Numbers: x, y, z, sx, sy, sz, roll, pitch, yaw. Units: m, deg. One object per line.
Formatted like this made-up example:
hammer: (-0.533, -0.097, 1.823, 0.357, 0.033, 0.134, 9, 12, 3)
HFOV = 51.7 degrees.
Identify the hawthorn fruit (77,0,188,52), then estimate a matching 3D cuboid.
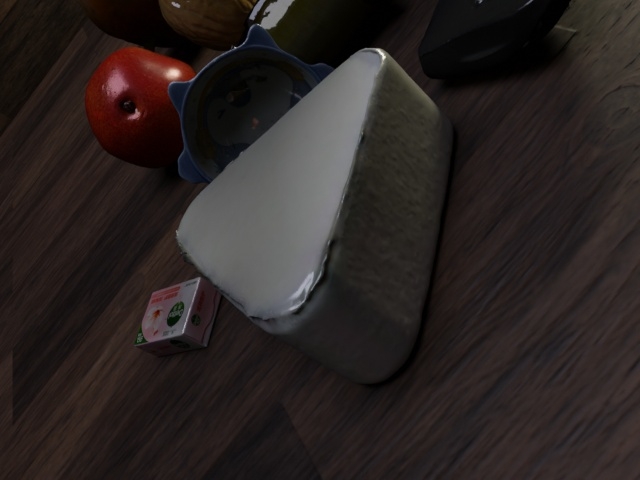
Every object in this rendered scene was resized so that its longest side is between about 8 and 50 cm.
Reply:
hawthorn fruit: (-0.380, -0.606, 1.490, 0.402, 0.403, 0.403, -31, 41, 31)

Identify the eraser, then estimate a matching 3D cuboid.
eraser: (0.000, 0.000, 0.690, 0.331, 0.150, 0.331, -32, 37, 29)

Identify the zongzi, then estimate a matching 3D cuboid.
zongzi: (-0.034, -0.352, 1.065, 0.289, 0.154, 0.317, -48, 15, 15)

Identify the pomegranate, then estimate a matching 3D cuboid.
pomegranate: (-0.313, -0.247, 1.230, 0.221, 0.221, 0.257, -38, 11, 22)

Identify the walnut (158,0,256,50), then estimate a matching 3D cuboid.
walnut: (-0.202, -0.464, 1.279, 0.213, 0.213, 0.213, -31, 41, 31)

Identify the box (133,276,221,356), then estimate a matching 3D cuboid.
box: (-0.199, 0.108, 0.923, 0.125, 0.043, 0.089, -19, 48, 41)

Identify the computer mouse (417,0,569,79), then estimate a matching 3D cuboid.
computer mouse: (0.197, -0.244, 0.724, 0.217, 0.073, 0.122, -1, 58, 57)

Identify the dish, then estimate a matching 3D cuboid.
dish: (-0.085, -0.174, 0.914, 0.236, 0.228, 0.086, -9, 11, 5)
